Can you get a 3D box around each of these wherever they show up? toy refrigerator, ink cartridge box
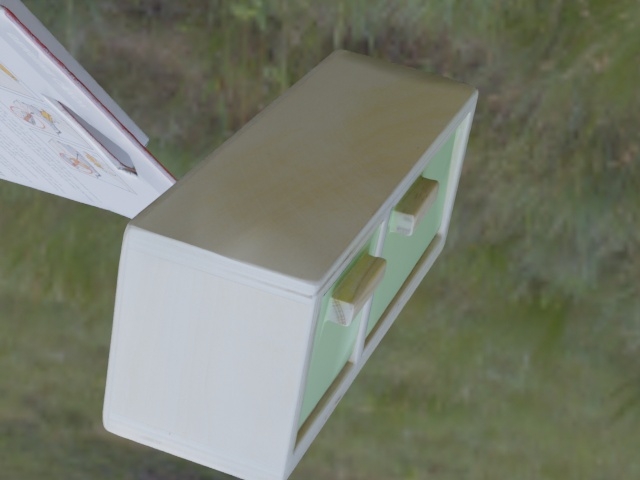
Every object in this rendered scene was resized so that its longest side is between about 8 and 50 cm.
[{"bbox_3d":[0.000,0.000,0.725,0.094,0.102,0.269,17,-153,14],"label":"toy refrigerator"},{"bbox_3d":[-0.185,-0.105,0.881,0.261,0.066,0.296,18,163,30],"label":"ink cartridge box"}]
